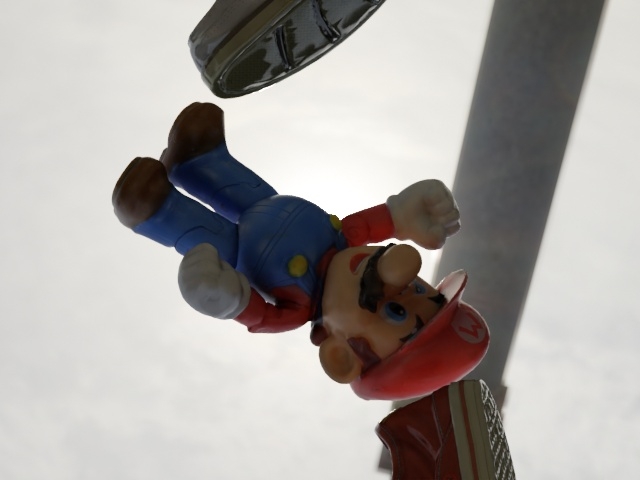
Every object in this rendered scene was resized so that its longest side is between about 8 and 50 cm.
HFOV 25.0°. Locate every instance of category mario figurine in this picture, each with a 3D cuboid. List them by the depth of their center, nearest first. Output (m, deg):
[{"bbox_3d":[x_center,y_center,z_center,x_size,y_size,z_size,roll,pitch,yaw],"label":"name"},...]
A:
[{"bbox_3d":[0.000,0.000,1.165,0.320,0.198,0.170,33,178,7],"label":"mario figurine"}]

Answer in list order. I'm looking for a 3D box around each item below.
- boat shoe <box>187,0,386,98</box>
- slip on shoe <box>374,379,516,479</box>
[{"bbox_3d":[0.016,-0.225,0.992,0.103,0.302,0.113,47,179,15],"label":"boat shoe"},{"bbox_3d":[0.094,0.249,1.008,0.101,0.123,0.331,-17,-131,14],"label":"slip on shoe"}]
